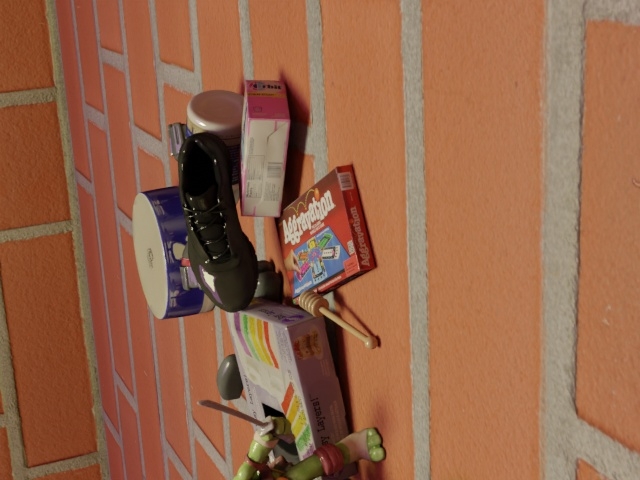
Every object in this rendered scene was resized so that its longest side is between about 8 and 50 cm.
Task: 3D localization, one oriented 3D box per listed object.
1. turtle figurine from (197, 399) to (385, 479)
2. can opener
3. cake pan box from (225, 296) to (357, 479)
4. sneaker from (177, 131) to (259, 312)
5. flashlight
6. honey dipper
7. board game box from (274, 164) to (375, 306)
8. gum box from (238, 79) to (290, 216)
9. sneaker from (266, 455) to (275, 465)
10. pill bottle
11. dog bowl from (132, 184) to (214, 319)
[{"bbox_3d":[-0.026,0.338,1.460,0.274,0.266,0.197,102,149,-45],"label":"turtle figurine"},{"bbox_3d":[-0.115,0.167,1.866,0.074,0.093,0.280,50,139,49],"label":"can opener"},{"bbox_3d":[-0.048,0.229,1.697,0.246,0.070,0.266,14,118,64],"label":"cake pan box"},{"bbox_3d":[-0.169,-0.027,1.682,0.130,0.109,0.286,19,-125,-88],"label":"sneaker"},{"bbox_3d":[-0.222,-0.064,2.003,0.103,0.103,0.304,-174,75,-69],"label":"flashlight"},{"bbox_3d":[0.026,0.110,1.529,0.161,0.030,0.030,29,127,48],"label":"honey dipper"},{"bbox_3d":[0.000,0.000,1.580,0.281,0.027,0.145,145,115,-67],"label":"board game box"},{"bbox_3d":[-0.087,-0.133,1.658,0.107,0.062,0.188,-99,14,-51],"label":"gum box"},{"bbox_3d":[-0.082,0.334,1.874,0.075,0.063,0.170,-16,88,62],"label":"sneaker"},{"bbox_3d":[-0.169,-0.144,1.826,0.112,0.112,0.186,-122,30,-43],"label":"pill bottle"},{"bbox_3d":[-0.295,0.024,2.221,0.265,0.104,0.264,170,90,-68],"label":"dog bowl"}]
